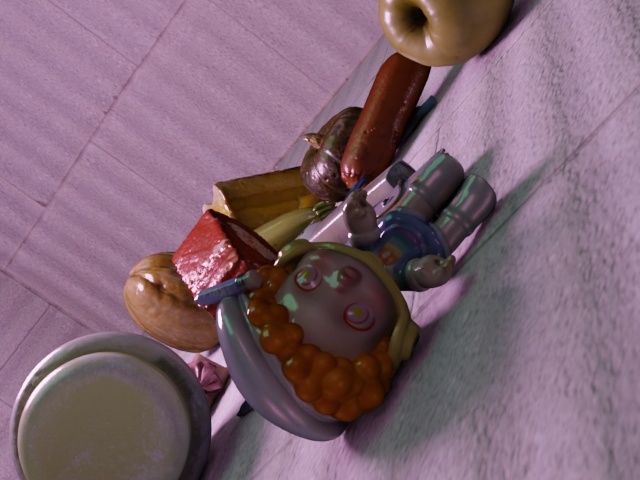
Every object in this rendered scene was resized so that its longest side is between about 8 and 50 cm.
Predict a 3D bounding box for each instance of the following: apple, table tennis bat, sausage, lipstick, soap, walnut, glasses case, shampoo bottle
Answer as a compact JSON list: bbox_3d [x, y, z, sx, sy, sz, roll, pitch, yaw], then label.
[{"bbox_3d":[0.235,-0.457,1.895,0.262,0.262,0.262,-51,9,12],"label":"apple"},{"bbox_3d":[0.184,-0.237,2.038,0.155,0.019,0.100,-45,15,47],"label":"table tennis bat"},{"bbox_3d":[0.128,-0.246,2.009,0.330,0.102,0.102,-66,13,-21],"label":"sausage"},{"bbox_3d":[0.074,-0.046,1.680,0.079,0.077,0.253,-53,6,-38],"label":"lipstick"},{"bbox_3d":[-0.068,-0.015,2.408,0.339,0.304,0.169,-14,-20,-28],"label":"soap"},{"bbox_3d":[-0.332,0.140,2.415,0.227,0.283,0.283,-70,14,-16],"label":"walnut"},{"bbox_3d":[-0.246,0.293,1.964,0.070,0.102,0.193,-35,20,45],"label":"glasses case"},{"bbox_3d":[-0.341,0.310,1.673,0.322,0.322,0.317,-54,3,-5],"label":"shampoo bottle"}]

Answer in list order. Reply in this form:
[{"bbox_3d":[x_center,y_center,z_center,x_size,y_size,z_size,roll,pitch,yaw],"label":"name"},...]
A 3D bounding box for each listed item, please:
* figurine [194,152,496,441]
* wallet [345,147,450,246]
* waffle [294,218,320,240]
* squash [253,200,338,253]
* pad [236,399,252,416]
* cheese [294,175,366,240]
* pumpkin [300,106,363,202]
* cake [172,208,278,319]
[{"bbox_3d":[0.063,0.071,1.186,0.382,0.224,0.205,-31,-19,-14],"label":"figurine"},{"bbox_3d":[0.112,-0.018,1.443,0.231,0.069,0.170,-43,17,22],"label":"wallet"},{"bbox_3d":[-0.045,0.029,2.113,0.148,0.042,0.102,-46,12,38],"label":"waffle"},{"bbox_3d":[-0.103,0.003,2.217,0.341,0.094,0.094,-32,10,0],"label":"squash"},{"bbox_3d":[-0.029,0.154,1.667,0.269,0.012,0.269,-42,15,52],"label":"pad"},{"bbox_3d":[0.000,0.000,1.877,0.286,0.074,0.189,-55,6,-14],"label":"cheese"},{"bbox_3d":[0.037,-0.188,2.152,0.219,0.162,0.219,-56,9,14],"label":"pumpkin"},{"bbox_3d":[-0.167,0.065,2.024,0.151,0.177,0.283,-52,38,7],"label":"cake"}]
